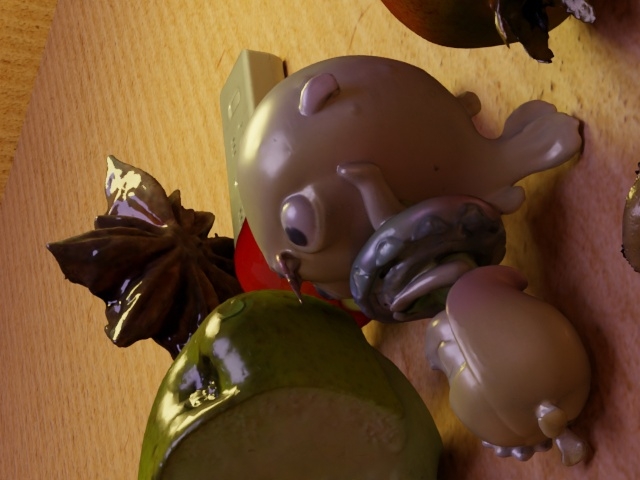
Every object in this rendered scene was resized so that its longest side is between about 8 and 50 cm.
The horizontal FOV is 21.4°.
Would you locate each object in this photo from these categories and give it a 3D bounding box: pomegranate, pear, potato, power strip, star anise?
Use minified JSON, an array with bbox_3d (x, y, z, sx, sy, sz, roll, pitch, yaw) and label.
[{"bbox_3d":[0.137,-0.248,1.345,0.221,0.221,0.256,-61,38,41],"label":"pomegranate"},{"bbox_3d":[-0.050,0.171,1.467,0.176,0.286,0.281,-115,4,-56],"label":"pear"},{"bbox_3d":[0.241,-0.019,1.206,0.036,0.037,0.093,20,99,64],"label":"potato"},{"bbox_3d":[-0.073,-0.105,2.029,0.098,0.058,0.338,120,151,-44],"label":"power strip"},{"bbox_3d":[-0.187,0.030,1.949,0.108,0.315,0.315,-48,36,32],"label":"star anise"}]

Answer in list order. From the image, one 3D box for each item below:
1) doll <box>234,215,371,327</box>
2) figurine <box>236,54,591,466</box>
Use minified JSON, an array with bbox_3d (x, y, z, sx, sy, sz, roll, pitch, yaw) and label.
[{"bbox_3d":[0.001,0.000,1.636,0.182,0.160,0.363,-89,17,-65],"label":"doll"},{"bbox_3d":[0.108,0.002,1.346,0.394,0.275,0.226,58,-179,33],"label":"figurine"}]
